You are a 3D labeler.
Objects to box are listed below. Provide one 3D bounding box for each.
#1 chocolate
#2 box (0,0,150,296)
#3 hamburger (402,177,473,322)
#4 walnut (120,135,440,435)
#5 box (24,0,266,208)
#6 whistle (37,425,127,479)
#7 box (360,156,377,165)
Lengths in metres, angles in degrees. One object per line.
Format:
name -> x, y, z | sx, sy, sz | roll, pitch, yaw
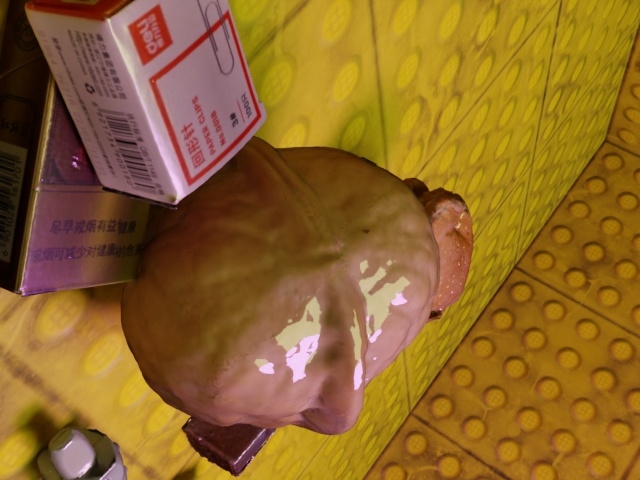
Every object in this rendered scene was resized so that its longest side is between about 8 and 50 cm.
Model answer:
chocolate -> -0.084, 0.250, 1.424 | 0.321, 0.112, 0.112 | -48, 158, -24
box -> -0.212, -0.079, 0.733 | 0.159, 0.071, 0.240 | -3, 108, -60
hamburger -> 0.111, 0.016, 1.299 | 0.260, 0.211, 0.245 | -54, 149, -26
walnut -> -0.049, 0.054, 0.934 | 0.381, 0.381, 0.381 | -45, 154, -29
box -> -0.131, -0.137, 0.665 | 0.133, 0.099, 0.182 | -53, 146, -36
whistle -> -0.303, 0.295, 1.054 | 0.110, 0.092, 0.244 | -46, 156, -25
box -> -0.001, 0.001, 1.376 | 0.279, 0.041, 0.153 | -47, 154, -25
